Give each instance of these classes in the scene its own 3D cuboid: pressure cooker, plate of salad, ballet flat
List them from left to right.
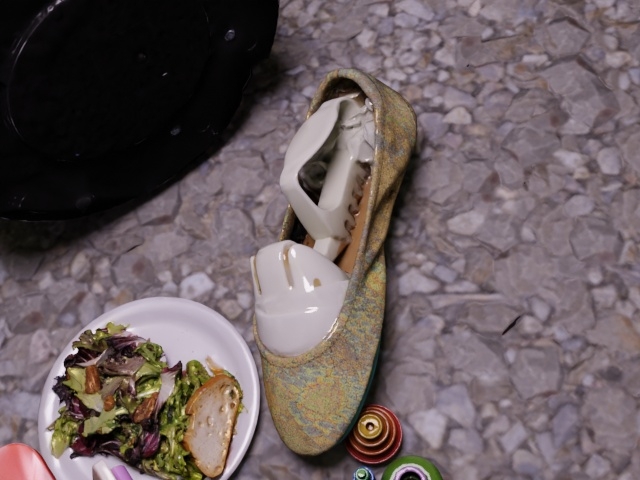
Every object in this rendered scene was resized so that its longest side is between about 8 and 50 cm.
[{"bbox_3d":[-0.291,-0.269,0.749,0.369,0.376,0.420,-14,53,-42],"label":"pressure cooker"},{"bbox_3d":[-0.151,0.137,0.698,0.199,0.048,0.200,-4,64,8],"label":"plate of salad"},{"bbox_3d":[0.000,0.000,0.698,0.123,0.123,0.349,9,65,14],"label":"ballet flat"}]

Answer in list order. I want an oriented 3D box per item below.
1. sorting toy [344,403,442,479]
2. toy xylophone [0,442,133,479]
[{"bbox_3d":[0.052,0.176,0.648,0.061,0.042,0.102,-36,64,-9],"label":"sorting toy"},{"bbox_3d":[-0.209,0.294,0.495,0.322,0.081,0.236,-41,73,-17],"label":"toy xylophone"}]
